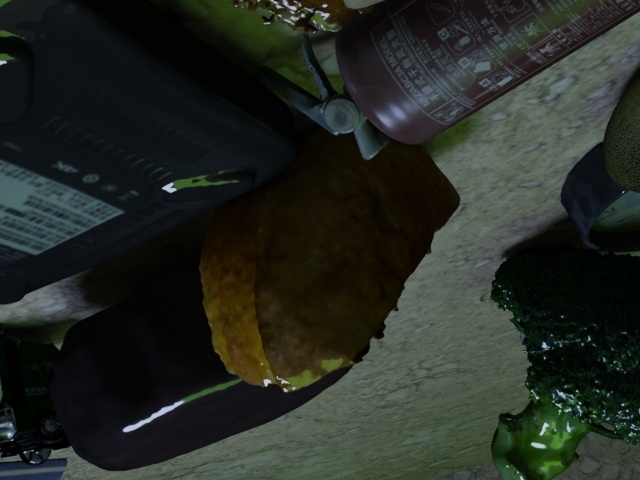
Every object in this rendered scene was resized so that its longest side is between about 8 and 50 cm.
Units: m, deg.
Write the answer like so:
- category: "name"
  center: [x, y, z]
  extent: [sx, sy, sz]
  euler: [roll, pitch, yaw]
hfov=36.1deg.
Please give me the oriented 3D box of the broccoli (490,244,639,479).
- category: "broccoli"
  center: [0.299, 0.140, 1.104]
  extent: [0.297, 0.298, 0.297]
  euler: [8, 128, -46]

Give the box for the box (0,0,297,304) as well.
- category: "box"
  center: [-0.188, -0.050, 0.588]
  extent: [0.288, 0.073, 0.290]
  euler: [-22, 157, 20]

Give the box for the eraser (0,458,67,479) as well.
- category: "eraser"
  center: [-0.473, 0.347, 1.405]
  extent: [0.082, 0.036, 0.225]
  euler: [-32, 154, 35]

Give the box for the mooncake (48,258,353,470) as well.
- category: "mooncake"
  center: [-0.105, 0.099, 0.886]
  extent: [0.283, 0.141, 0.283]
  euler: [-24, 165, -7]

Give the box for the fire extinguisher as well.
- category: "fire extinguisher"
  center: [0.088, -0.133, 0.567]
  extent: [0.269, 0.105, 0.104]
  euler: [-30, 154, 32]

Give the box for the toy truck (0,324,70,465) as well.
- category: "toy truck"
  center: [-0.352, 0.151, 0.901]
  extent: [0.259, 0.121, 0.088]
  euler: [-1, 153, -33]

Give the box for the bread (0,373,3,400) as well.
- category: "bread"
  center: [-0.346, 0.111, 0.748]
  extent: [0.207, 0.056, 0.287]
  euler: [6, 118, -40]

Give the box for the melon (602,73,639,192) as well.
- category: "melon"
  center: [0.287, -0.096, 0.786]
  extent: [0.099, 0.099, 0.162]
  euler: [-7, 156, -22]

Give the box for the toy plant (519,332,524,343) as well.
- category: "toy plant"
  center: [0.432, 0.141, 1.437]
  extent: [0.232, 0.113, 0.243]
  euler: [-20, 145, 38]

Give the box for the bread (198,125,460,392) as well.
- category: "bread"
  center: [-0.001, -0.010, 0.731]
  extent: [0.129, 0.134, 0.260]
  euler: [-14, -160, 38]

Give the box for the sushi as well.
- category: "sushi"
  center: [-0.018, -0.142, 0.520]
  extent: [0.118, 0.062, 0.060]
  euler: [21, 149, -22]

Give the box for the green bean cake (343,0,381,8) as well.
- category: "green bean cake"
  center: [0.030, -0.184, 0.407]
  extent: [0.109, 0.085, 0.179]
  euler: [-22, 159, 10]

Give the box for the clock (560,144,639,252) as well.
- category: "clock"
  center: [0.378, -0.068, 0.972]
  extent: [0.280, 0.056, 0.281]
  euler: [-14, 158, -6]
